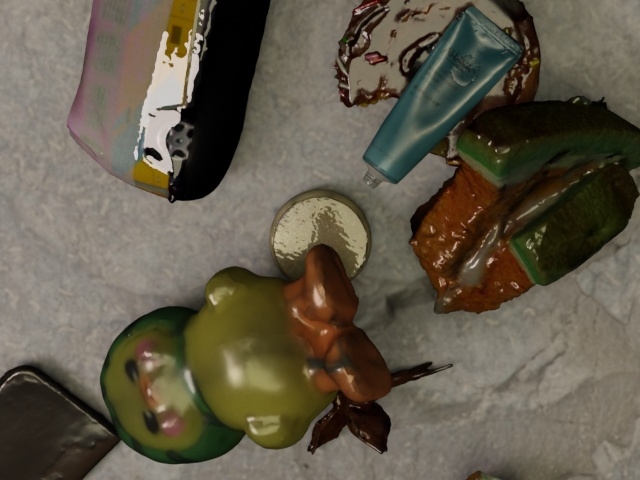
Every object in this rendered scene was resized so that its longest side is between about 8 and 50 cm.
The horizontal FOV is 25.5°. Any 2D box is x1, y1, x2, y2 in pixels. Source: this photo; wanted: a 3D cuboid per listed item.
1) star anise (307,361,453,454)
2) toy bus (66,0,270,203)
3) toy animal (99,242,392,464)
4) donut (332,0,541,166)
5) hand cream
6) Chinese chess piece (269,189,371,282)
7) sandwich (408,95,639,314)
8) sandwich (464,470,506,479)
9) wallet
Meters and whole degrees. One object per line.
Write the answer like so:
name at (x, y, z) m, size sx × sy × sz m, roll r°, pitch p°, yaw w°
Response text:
star anise at (0.063, 0.183, 1.720) m, size 0.141 × 0.144 × 0.158 m, roll 3°, pitch 98°, yaw 46°
toy bus at (-0.162, -0.241, 1.560) m, size 0.162 × 0.171 × 0.386 m, roll 19°, pitch 109°, yaw 16°
toy animal at (-0.090, 0.143, 1.632) m, size 0.338 × 0.191 × 0.216 m, roll -23°, pitch 82°, yaw 21°
donut at (0.134, -0.206, 1.605) m, size 0.230 × 0.096 × 0.216 m, roll 19°, pitch 101°, yaw -4°
hand cream at (0.124, -0.147, 1.551) m, size 0.083 × 0.048 × 0.224 m, roll 38°, pitch 96°, yaw -5°
Chinese chess piece at (0.000, 0.000, 1.676) m, size 0.122 × 0.051 × 0.122 m, roll 0°, pitch 101°, yaw 2°
sandwich at (0.224, -0.015, 1.591) m, size 0.250 × 0.162 × 0.301 m, roll 2°, pitch 137°, yaw -41°
sandwich at (0.188, 0.398, 1.741) m, size 0.094 × 0.096 × 0.258 m, roll 13°, pitch 101°, yaw -9°
wallet at (-0.403, 0.299, 1.750) m, size 0.165 × 0.042 × 0.309 m, roll 41°, pitch 101°, yaw -10°
